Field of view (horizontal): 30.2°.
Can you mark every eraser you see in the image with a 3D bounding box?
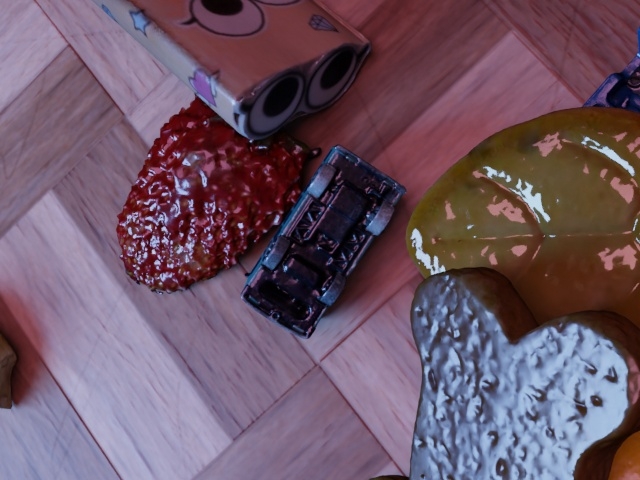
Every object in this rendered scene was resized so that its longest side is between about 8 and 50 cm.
[{"bbox_3d":[-0.114,-0.223,1.116,0.290,0.171,0.087,42,139,23],"label":"eraser"}]

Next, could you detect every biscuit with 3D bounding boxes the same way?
[{"bbox_3d":[0.130,0.240,0.923,0.283,0.064,0.432,24,109,54],"label":"biscuit"},{"bbox_3d":[0.188,-0.004,0.955,0.260,0.041,0.203,-1,95,27],"label":"biscuit"}]

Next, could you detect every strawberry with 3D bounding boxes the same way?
[{"bbox_3d":[-0.113,-0.037,1.108,0.167,0.087,0.208,28,93,22],"label":"strawberry"}]

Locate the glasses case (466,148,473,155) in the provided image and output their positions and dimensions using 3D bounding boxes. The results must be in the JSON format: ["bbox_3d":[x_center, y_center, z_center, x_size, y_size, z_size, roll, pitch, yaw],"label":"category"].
[{"bbox_3d":[0.200,-0.018,1.002,0.193,0.049,0.074,30,98,24],"label":"glasses case"}]

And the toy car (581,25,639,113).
[{"bbox_3d":[0.284,-0.121,0.962,0.097,0.100,0.191,43,96,22],"label":"toy car"}]

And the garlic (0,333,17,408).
[{"bbox_3d":[-0.429,0.146,1.186,0.244,0.145,0.164,-30,102,16],"label":"garlic"}]

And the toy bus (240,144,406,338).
[{"bbox_3d":[0.000,0.000,1.054,0.079,0.092,0.160,32,93,-6],"label":"toy bus"}]

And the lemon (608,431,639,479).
[{"bbox_3d":[0.239,0.180,0.919,0.114,0.114,0.155,-36,66,11],"label":"lemon"}]
